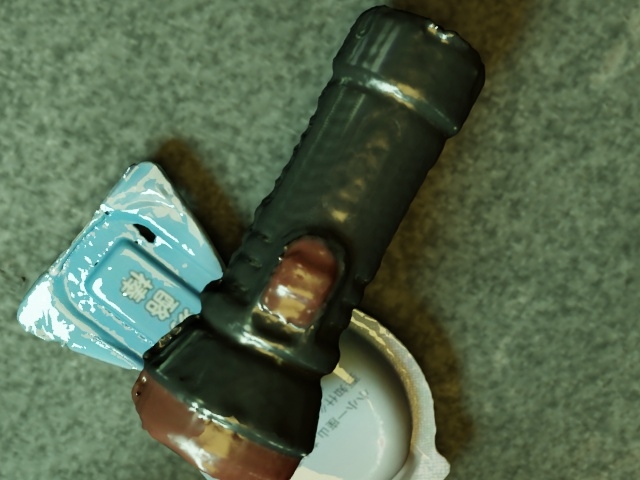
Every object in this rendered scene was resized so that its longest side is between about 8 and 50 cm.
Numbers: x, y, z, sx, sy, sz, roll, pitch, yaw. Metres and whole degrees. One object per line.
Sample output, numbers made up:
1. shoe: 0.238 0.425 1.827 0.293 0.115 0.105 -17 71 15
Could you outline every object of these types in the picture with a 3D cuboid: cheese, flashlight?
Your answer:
1. cheese: -0.036 0.073 0.605 0.244 0.052 0.135 39 103 -11
2. flashlight: 0.000 0.000 0.529 0.093 0.093 0.232 29 89 -11
